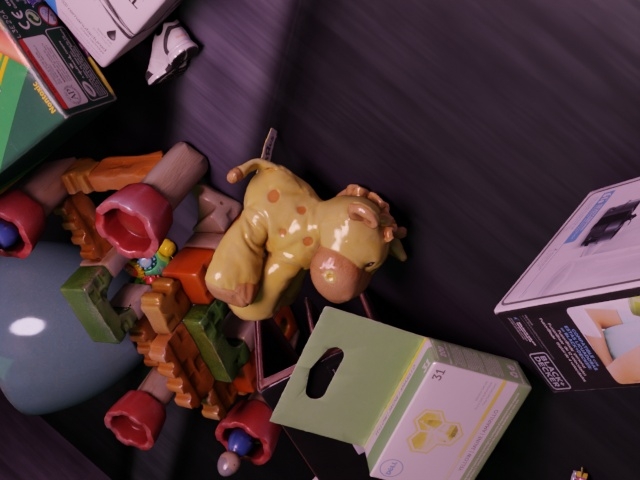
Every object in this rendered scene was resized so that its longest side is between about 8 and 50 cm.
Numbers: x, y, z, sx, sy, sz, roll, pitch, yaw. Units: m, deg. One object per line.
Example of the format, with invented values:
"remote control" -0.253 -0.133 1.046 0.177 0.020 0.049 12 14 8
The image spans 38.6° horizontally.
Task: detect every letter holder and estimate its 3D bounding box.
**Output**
"letter holder" 0.051 0.203 1.154 0.302 0.152 0.214 60 -174 -26

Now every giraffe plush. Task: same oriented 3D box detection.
"giraffe plush" 0.000 0.000 0.979 0.170 0.181 0.210 16 107 23

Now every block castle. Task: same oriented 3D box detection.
"block castle" -0.231 0.107 1.228 0.303 0.213 0.453 -1 128 31

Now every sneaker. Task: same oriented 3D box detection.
"sneaker" -0.170 -0.208 1.014 0.109 0.040 0.043 -30 88 55

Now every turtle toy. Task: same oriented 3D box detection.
"turtle toy" -0.265 0.036 1.393 0.095 0.066 0.130 26 145 28

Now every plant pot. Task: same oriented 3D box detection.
"plant pot" -0.387 0.132 1.499 0.195 0.290 0.290 -7 132 9

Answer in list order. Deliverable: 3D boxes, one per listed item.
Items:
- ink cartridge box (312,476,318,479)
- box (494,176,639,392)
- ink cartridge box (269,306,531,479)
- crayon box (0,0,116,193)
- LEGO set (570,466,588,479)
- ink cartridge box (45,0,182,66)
"ink cartridge box" 0.090 0.387 1.305 0.237 0.172 0.100 -2 127 51
"box" 0.279 0.011 0.623 0.087 0.169 0.290 53 150 -11
"ink cartridge box" 0.084 0.180 0.992 0.235 0.056 0.171 17 116 -17
"crayon box" -0.450 -0.220 1.015 0.313 0.106 0.363 -30 96 29
"LEGO set" 0.331 0.438 0.999 0.331 0.255 0.192 35 178 36
"ink cartridge box" -0.204 -0.283 0.904 0.148 0.086 0.203 51 150 -11
